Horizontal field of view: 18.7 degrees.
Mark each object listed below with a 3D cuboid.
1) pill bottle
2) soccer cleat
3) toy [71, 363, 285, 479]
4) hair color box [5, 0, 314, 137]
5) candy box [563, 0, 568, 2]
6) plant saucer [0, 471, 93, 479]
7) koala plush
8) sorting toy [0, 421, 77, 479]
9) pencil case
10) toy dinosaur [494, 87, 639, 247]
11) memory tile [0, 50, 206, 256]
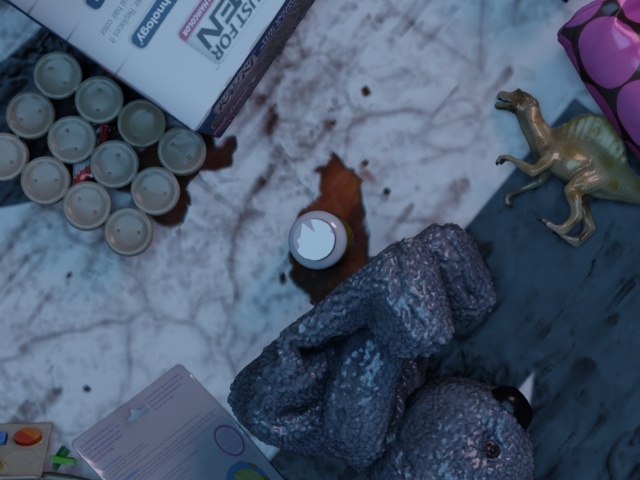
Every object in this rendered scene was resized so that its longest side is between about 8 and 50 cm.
[{"bbox_3d":[0.000,0.000,1.427,0.043,0.083,0.043,0,90,7],"label":"pill bottle"},{"bbox_3d":[-0.179,-0.070,1.479,0.036,0.029,0.083,15,88,15],"label":"soccer cleat"},{"bbox_3d":[-0.073,0.218,1.429,0.237,0.137,0.056,46,128,7],"label":"toy"},{"bbox_3d":[-0.175,-0.242,1.440,0.347,0.105,0.174,36,94,6],"label":"hair color box"},{"bbox_3d":[0.191,-0.313,1.416,0.159,0.071,0.233,39,93,5],"label":"candy box"},{"bbox_3d":[-0.208,0.312,1.470,0.278,0.041,0.278,0,90,7],"label":"plant saucer"},{"bbox_3d":[0.069,0.132,1.376,0.203,0.196,0.221,-39,86,16],"label":"koala plush"},{"bbox_3d":[-0.222,0.157,1.466,0.083,0.062,0.012,-3,129,7],"label":"sorting toy"},{"bbox_3d":[0.262,-0.090,1.392,0.098,0.095,0.209,-31,81,-9],"label":"pencil case"},{"bbox_3d":[0.196,-0.044,1.421,0.183,0.053,0.092,32,91,6],"label":"toy dinosaur"},{"bbox_3d":[-0.170,-0.066,1.457,0.148,0.012,0.113,31,83,2],"label":"memory tile"}]
